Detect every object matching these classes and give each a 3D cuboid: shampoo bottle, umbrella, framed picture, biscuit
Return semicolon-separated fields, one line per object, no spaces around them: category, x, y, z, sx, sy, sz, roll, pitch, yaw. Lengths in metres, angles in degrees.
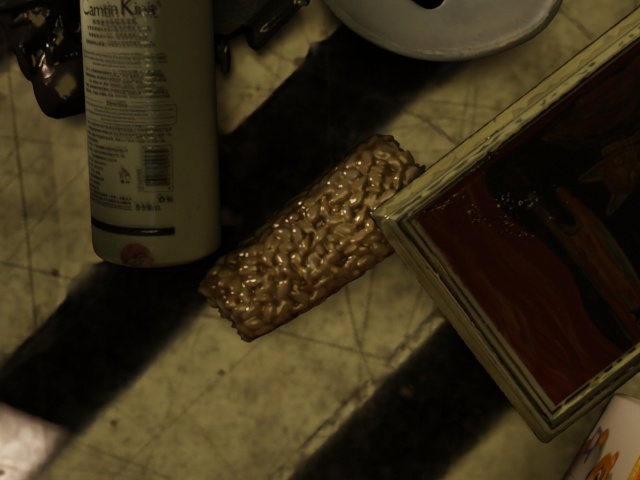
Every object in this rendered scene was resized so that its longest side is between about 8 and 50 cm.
shampoo bottle;-0.108;-0.118;0.965;0.085;0.085;0.262;0;106;2
umbrella;-0.213;-0.255;1.004;0.106;0.113;0.357;-23;94;-2
framed picture;0.197;-0.020;0.980;0.273;0.016;0.216;-39;113;1
biscuit;0.000;0.000;0.995;0.168;0.082;0.070;-37;89;0

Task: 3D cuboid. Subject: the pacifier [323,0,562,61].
pacifier;0.092;-0.256;0.940;0.227;0.207;0.279;40;89;9

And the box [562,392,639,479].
box;0.197;0.221;0.853;0.143;0.341;0.225;30;89;3

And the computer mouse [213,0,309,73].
computer mouse;-0.084;-0.227;1.014;0.126;0.071;0.231;-17;100;14
